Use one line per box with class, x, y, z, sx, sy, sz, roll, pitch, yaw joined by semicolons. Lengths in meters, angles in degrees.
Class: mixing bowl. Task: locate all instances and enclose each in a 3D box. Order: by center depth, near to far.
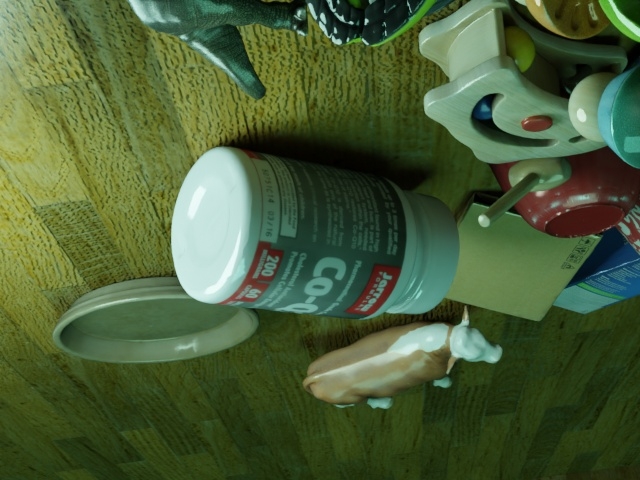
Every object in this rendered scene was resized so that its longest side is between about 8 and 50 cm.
mixing bowl;0.275;-0.064;1.347;0.181;0.098;0.181;-6;157;-3

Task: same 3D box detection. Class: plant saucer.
plant saucer;-0.222;0.108;1.693;0.277;0.041;0.278;-7;158;-3

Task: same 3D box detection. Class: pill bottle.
pill bottle;0.000;0.000;1.334;0.283;0.161;0.161;9;153;-33

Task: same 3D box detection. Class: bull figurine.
bull figurine;0.130;0.185;1.906;0.310;0.101;0.188;-14;159;15

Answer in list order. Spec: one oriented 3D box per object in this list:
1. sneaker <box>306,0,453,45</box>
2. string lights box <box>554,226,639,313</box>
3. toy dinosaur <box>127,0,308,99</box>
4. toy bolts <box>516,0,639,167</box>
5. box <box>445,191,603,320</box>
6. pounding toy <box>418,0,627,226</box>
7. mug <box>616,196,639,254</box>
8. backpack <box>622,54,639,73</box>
sneaker;0.117;-0.251;0.859;0.300;0.111;0.121;-34;178;34
string lights box;0.407;0.014;1.604;0.259;0.077;0.133;-25;153;37
toy dinosaur;-0.093;-0.208;0.904;0.160;0.121;0.313;2;164;8
toy bolts;0.265;-0.175;1.005;0.218;0.229;0.158;-29;-154;-25
box;0.232;0.024;1.543;0.164;0.021;0.201;14;144;-6
pounding toy;0.203;-0.104;1.147;0.154;0.155;0.269;-14;157;27
mug;0.404;0.008;1.431;0.113;0.169;0.150;-36;171;-43
backpack;0.346;-0.142;1.195;0.105;0.084;0.114;-3;155;-17
